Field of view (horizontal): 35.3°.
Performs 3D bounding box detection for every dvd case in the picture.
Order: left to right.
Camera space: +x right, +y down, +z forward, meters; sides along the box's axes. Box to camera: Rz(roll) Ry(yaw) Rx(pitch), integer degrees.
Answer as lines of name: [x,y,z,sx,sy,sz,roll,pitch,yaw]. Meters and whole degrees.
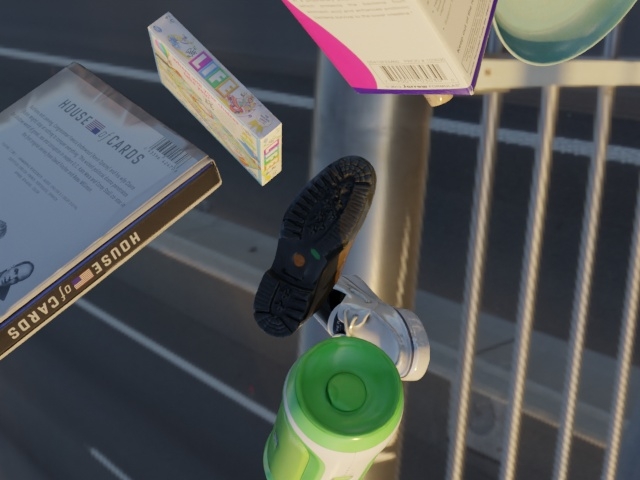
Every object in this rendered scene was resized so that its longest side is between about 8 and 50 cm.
dvd case: [-0.206,-0.011,0.648,0.179,0.239,0.029,36,157,39]

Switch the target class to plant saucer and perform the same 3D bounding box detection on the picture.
plant saucer: [0.275,-0.340,1.057,0.044,0.318,0.317,39,125,37]

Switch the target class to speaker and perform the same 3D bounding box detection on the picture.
speaker: [0.008,0.210,1.105,0.296,0.131,0.131,106,143,-61]

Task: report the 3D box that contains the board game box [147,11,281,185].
board game box: [-0.097,-0.131,0.943,0.154,0.026,0.103,46,165,12]

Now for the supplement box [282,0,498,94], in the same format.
supplement box: [0.040,-0.210,0.744,0.111,0.220,0.113,6,71,31]

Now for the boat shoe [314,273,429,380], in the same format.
boat shoe: [0.053,0.113,1.383,0.267,0.088,0.096,45,127,55]

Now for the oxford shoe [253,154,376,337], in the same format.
oxford shoe: [0.000,0.000,1.154,0.083,0.096,0.227,36,110,14]

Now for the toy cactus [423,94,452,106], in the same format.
toy cactus: [0.125,-0.265,1.361,0.219,0.112,0.180,1,123,56]
